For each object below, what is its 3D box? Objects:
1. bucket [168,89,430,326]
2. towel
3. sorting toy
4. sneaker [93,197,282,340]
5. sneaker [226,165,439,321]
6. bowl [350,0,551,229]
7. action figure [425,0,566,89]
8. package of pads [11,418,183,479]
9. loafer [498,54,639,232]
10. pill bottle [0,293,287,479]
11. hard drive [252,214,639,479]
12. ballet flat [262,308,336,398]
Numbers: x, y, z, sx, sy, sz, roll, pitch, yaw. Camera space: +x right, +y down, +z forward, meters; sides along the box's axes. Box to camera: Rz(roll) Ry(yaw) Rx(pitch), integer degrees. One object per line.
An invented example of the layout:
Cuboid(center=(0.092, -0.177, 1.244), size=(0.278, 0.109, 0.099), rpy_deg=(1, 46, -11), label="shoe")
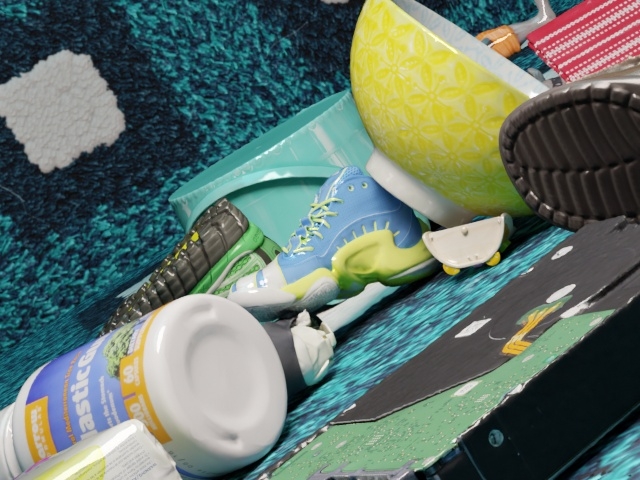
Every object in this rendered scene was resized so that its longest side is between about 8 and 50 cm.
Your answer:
Cuboid(center=(-0.024, -0.030, 2.211), size=(0.281, 0.183, 0.281), rpy_deg=(-31, 8, 5), label="bucket")
Cuboid(center=(0.342, -0.195, 1.982), size=(0.199, 0.031, 0.275), rpy_deg=(-31, 34, -1), label="towel")
Cuboid(center=(0.151, 0.001, 1.853), size=(0.083, 0.045, 0.075), rpy_deg=(-14, 2, 26), label="sorting toy")
Cuboid(center=(-0.150, 0.119, 2.020), size=(0.343, 0.146, 0.134), rpy_deg=(-45, 10, 31), label="sneaker")
Cuboid(center=(0.000, 0.000, 1.907), size=(0.240, 0.126, 0.091), rpy_deg=(-13, -9, -36), label="sneaker")
Cuboid(center=(0.131, -0.103, 1.882), size=(0.156, 0.289, 0.289), rpy_deg=(-56, 3, 11), label="bowl")
Cuboid(center=(0.171, -0.171, 2.410), size=(0.330, 0.178, 0.341), rpy_deg=(-39, -15, -17), label="action figure")
Cuboid(center=(-0.231, 0.247, 1.501), size=(0.229, 0.101, 0.296), rpy_deg=(-36, 3, -26), label="package of pads")
Cuboid(center=(0.310, -0.098, 1.577), size=(0.366, 0.134, 0.130), rpy_deg=(-13, 14, 40), label="loafer")
Cuboid(center=(-0.171, 0.156, 1.707), size=(0.272, 0.152, 0.152), rpy_deg=(-26, 10, 39), label="pill bottle")
Cuboid(center=(0.134, 0.086, 1.270), size=(0.339, 0.064, 0.237), rpy_deg=(-35, 8, -26), label="hard drive")
Cuboid(center=(-0.021, 0.100, 1.801), size=(0.074, 0.074, 0.203), rpy_deg=(-31, 2, 6), label="ballet flat")
